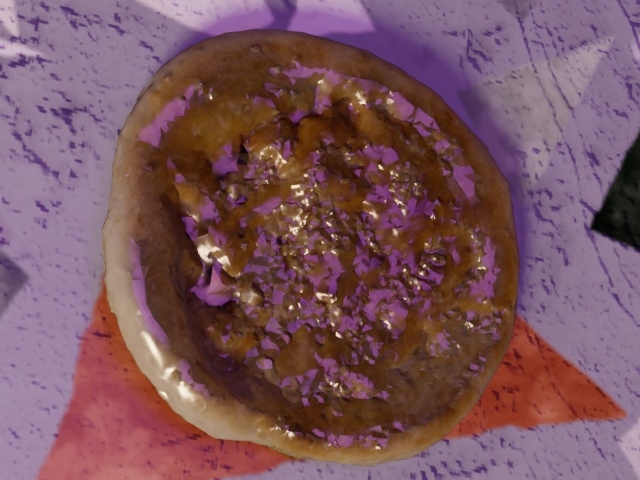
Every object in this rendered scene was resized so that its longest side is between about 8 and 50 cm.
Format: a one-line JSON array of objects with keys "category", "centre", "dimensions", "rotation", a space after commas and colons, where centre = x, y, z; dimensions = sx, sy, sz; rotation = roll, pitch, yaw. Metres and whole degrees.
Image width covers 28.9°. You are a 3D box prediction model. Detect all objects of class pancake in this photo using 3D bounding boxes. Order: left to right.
[{"category": "pancake", "centre": [0.000, 0.001, 0.749], "dimensions": [0.282, 0.049, 0.282], "rotation": [4, 80, -21]}]
